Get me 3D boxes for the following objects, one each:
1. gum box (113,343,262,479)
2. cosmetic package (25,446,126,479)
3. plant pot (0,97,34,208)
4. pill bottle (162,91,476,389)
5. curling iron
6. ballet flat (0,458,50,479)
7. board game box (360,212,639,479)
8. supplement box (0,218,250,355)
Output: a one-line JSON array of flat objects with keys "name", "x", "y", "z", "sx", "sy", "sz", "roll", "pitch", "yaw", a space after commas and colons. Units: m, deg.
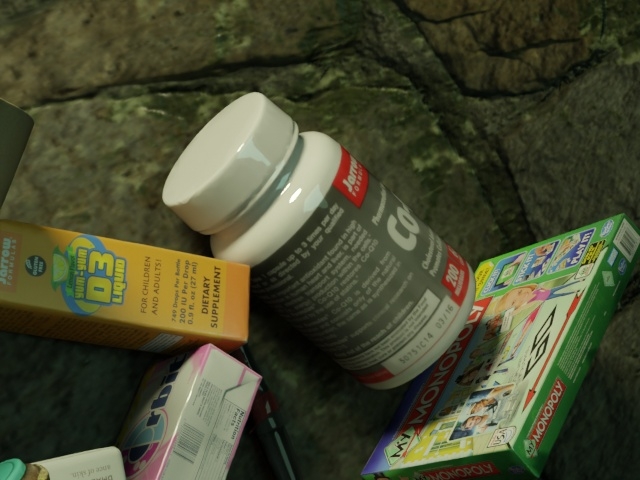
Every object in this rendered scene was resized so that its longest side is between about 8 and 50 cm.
[{"name": "gum box", "x": -0.128, "y": 0.182, "z": 1.120, "sx": 0.062, "sy": 0.107, "sz": 0.188, "roll": 36, "pitch": 56, "yaw": -25}, {"name": "cosmetic package", "x": -0.231, "y": 0.264, "z": 0.980, "sx": 0.151, "sy": 0.151, "sz": 0.184, "roll": -7, "pitch": 81, "yaw": -41}, {"name": "plant pot", "x": -0.361, "y": 0.016, "z": 0.920, "sx": 0.256, "sy": 0.256, "sz": 0.274, "roll": 17, "pitch": 83, "yaw": -35}, {"name": "pill bottle", "x": 0.000, "y": 0.000, "z": 1.247, "sx": 0.283, "sy": 0.161, "sz": 0.161, "roll": 41, "pitch": 54, "yaw": -22}, {"name": "curling iron", "x": -0.064, "y": 0.168, "z": 1.225, "sx": 0.068, "sy": 0.035, "sz": 0.274, "roll": -27, "pitch": 93, "yaw": -37}, {"name": "ballet flat", "x": -0.293, "y": 0.262, "z": 0.843, "sx": 0.123, "sy": 0.348, "sz": 0.123, "roll": 57, "pitch": 10, "yaw": -15}, {"name": "board game box", "x": 0.188, "y": 0.118, "z": 1.329, "sx": 0.046, "sy": 0.213, "sz": 0.317, "roll": 47, "pitch": 52, "yaw": -18}, {"name": "supplement box", "x": -0.179, "y": 0.046, "z": 1.122, "sx": 0.233, "sy": 0.080, "sz": 0.078, "roll": 10, "pitch": 69, "yaw": -24}]
